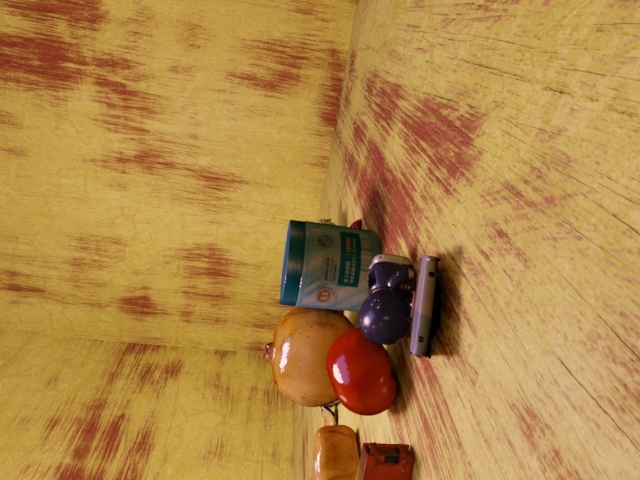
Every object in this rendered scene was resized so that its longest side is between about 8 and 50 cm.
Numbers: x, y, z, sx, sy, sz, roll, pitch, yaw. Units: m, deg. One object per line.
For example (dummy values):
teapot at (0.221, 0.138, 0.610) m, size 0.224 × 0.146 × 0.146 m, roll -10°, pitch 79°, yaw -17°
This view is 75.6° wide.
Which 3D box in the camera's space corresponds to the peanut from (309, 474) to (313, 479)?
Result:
peanut at (0.001, 1.094, 1.760) m, size 0.130 × 0.129 × 0.291 m, roll -105°, pitch 23°, yaw -70°

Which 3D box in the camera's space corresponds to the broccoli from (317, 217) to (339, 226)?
broccoli at (0.019, 0.004, 2.270) m, size 0.260 × 0.235 × 0.288 m, roll 49°, pitch 133°, yaw 46°

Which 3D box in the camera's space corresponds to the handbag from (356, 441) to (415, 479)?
handbag at (0.156, 0.602, 1.033) m, size 0.063 × 0.127 × 0.190 m, roll -125°, pitch 42°, yaw -76°

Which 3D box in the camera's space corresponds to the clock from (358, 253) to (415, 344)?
clock at (0.186, 0.173, 1.160) m, size 0.200 × 0.146 × 0.244 m, roll 117°, pitch 166°, yaw -55°

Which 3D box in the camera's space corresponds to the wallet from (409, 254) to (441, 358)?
wallet at (0.248, 0.155, 0.969) m, size 0.170 × 0.069 × 0.231 m, roll 49°, pitch -131°, yaw -76°

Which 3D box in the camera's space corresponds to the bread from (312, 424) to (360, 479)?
bread at (0.053, 0.813, 1.450) m, size 0.295 × 0.166 × 0.132 m, roll -92°, pitch 11°, yaw -49°

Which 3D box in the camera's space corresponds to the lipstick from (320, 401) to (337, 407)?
lipstick at (0.037, 0.769, 1.976) m, size 0.274 × 0.068 × 0.061 m, roll 112°, pitch 162°, yaw -58°

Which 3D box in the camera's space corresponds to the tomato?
tomato at (0.116, 0.384, 1.208) m, size 0.260 × 0.179 × 0.260 m, roll 161°, pitch 90°, yaw -80°

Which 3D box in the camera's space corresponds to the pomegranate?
pomegranate at (-0.038, 0.455, 1.664) m, size 0.416 × 0.416 × 0.417 m, roll -173°, pitch 90°, yaw -82°

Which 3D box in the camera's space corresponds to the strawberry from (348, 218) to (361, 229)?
strawberry at (0.128, 0.001, 1.924) m, size 0.167 × 0.086 × 0.208 m, roll 150°, pitch 128°, yaw -82°

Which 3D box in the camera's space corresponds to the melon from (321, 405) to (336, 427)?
melon at (0.040, 0.842, 1.911) m, size 0.128 × 0.079 × 0.161 m, roll 50°, pitch -139°, yaw -76°

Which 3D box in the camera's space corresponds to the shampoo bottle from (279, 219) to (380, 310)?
shampoo bottle at (0.029, 0.102, 1.604) m, size 0.331 × 0.342 × 0.332 m, roll -173°, pitch 90°, yaw -82°
